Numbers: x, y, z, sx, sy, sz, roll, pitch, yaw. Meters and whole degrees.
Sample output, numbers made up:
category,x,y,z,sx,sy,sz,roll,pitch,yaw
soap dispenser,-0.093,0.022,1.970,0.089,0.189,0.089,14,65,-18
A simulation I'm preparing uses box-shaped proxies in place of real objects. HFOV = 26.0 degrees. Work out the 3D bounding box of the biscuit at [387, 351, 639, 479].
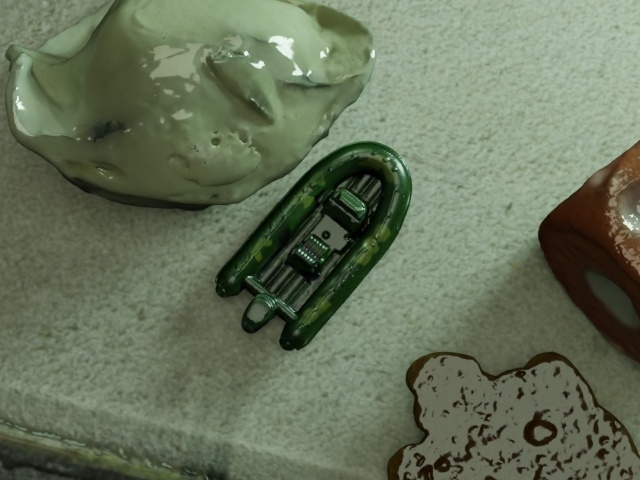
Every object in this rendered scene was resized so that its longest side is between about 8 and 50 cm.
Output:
category,x,y,z,sx,sy,sz,roll,pitch,yaw
biscuit,0.173,0.217,1.196,0.208,0.041,0.290,-36,84,-6

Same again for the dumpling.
category,x,y,z,sx,sy,sz,roll,pitch,yaw
dumpling,-0.119,-0.142,1.227,0.318,0.187,0.243,-12,39,-12

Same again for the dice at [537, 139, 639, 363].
category,x,y,z,sx,sy,sz,roll,pitch,yaw
dice,0.307,-0.005,1.182,0.179,0.175,0.174,-40,81,-8

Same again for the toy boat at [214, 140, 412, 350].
category,x,y,z,sx,sy,sz,roll,pitch,yaw
toy boat,0.000,0.000,1.232,0.104,0.052,0.210,40,80,9
